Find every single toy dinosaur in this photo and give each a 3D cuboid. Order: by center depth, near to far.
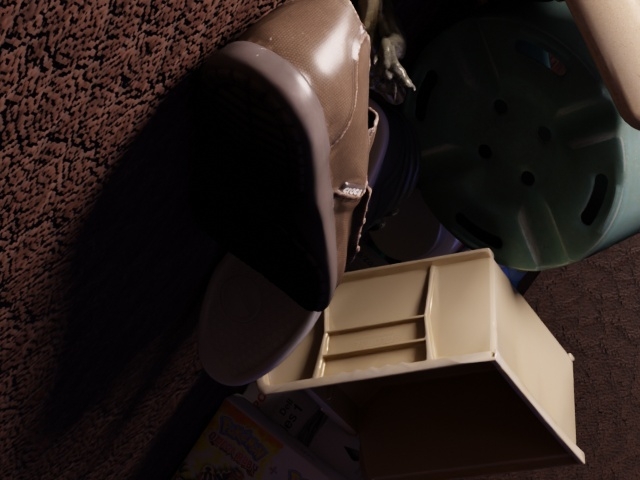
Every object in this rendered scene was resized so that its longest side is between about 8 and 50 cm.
[{"bbox_3d":[0.042,-0.152,1.536,0.268,0.064,0.118,93,1,-66],"label":"toy dinosaur"}]

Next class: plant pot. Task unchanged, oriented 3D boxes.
[{"bbox_3d":[0.273,-0.142,1.942,0.334,0.341,0.341,-27,153,-47],"label":"plant pot"}]

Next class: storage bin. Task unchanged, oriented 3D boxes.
[{"bbox_3d":[0.098,0.136,1.958,0.262,0.260,0.123,47,39,-52],"label":"storage bin"}]

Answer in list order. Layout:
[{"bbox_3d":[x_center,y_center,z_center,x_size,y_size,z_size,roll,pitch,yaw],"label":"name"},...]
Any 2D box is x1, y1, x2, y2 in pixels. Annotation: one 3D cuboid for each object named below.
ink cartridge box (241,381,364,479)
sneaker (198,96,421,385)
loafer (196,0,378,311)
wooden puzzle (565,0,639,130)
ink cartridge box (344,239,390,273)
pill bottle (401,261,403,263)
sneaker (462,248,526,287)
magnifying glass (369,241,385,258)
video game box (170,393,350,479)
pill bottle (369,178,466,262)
[{"bbox_3d":[-0.006,0.250,2.189,0.160,0.219,0.092,-58,164,19],"label":"ink cartridge box"},{"bbox_3d":[0.000,0.000,1.747,0.295,0.104,0.147,-61,161,17],"label":"sneaker"},{"bbox_3d":[-0.005,-0.061,1.476,0.130,0.134,0.366,-49,168,-20],"label":"loafer"},{"bbox_3d":[0.263,-0.291,1.573,0.080,0.322,0.348,-14,-161,46],"label":"wooden puzzle"},{"bbox_3d":[0.051,0.076,2.115,0.061,0.104,0.181,-33,153,-30],"label":"ink cartridge box"},{"bbox_3d":[0.188,-0.007,2.428,0.121,0.121,0.221,-40,163,-47],"label":"pill bottle"},{"bbox_3d":[0.268,-0.023,2.238,0.127,0.208,0.319,-11,112,-72],"label":"sneaker"},{"bbox_3d":[0.053,0.026,2.247,0.231,0.026,0.092,-48,167,-17],"label":"magnifying glass"},{"bbox_3d":[-0.067,0.300,2.121,0.187,0.205,0.048,-56,167,10],"label":"video game box"},{"bbox_3d":[0.117,-0.029,2.121,0.108,0.108,0.180,-57,168,18],"label":"pill bottle"}]
